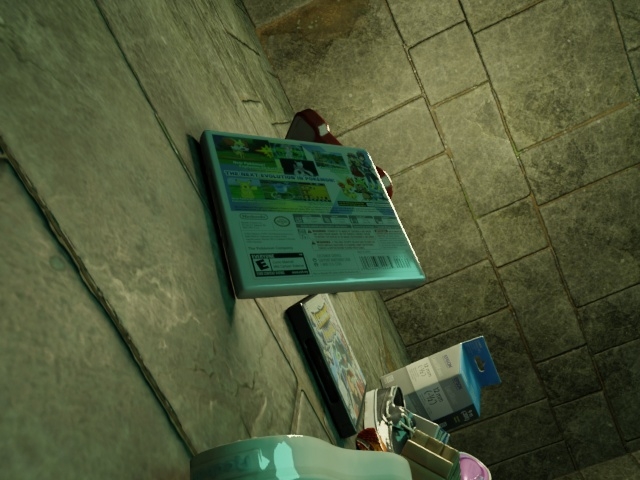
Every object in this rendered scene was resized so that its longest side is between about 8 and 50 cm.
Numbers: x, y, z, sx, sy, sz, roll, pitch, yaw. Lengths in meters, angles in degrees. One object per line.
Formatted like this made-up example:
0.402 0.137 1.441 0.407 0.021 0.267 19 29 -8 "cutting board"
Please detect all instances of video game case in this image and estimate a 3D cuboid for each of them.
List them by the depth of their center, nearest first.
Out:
-0.012 -0.049 0.789 0.329 0.036 0.299 0 56 -31 "video game case"
0.024 0.227 0.967 0.275 0.035 0.248 0 66 -81 "video game case"

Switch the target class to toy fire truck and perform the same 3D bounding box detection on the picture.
-0.008 -0.110 1.065 0.254 0.169 0.302 49 -37 11 "toy fire truck"

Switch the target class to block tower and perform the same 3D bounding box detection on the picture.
0.225 0.498 0.961 0.097 0.091 0.335 20 -33 30 "block tower"

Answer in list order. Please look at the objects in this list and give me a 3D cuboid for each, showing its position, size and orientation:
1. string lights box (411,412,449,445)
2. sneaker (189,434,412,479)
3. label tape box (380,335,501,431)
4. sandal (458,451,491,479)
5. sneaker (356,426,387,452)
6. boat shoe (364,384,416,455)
0.259 0.531 1.215 0.133 0.077 0.259 -65 151 -16 "string lights box"
0.005 0.283 0.445 0.366 0.135 0.150 41 33 -51 "sneaker"
0.399 0.478 1.512 0.115 0.348 0.249 -101 164 -56 "label tape box"
0.375 0.639 1.239 0.170 0.102 0.416 22 8 16 "sandal"
0.108 0.413 0.864 0.067 0.064 0.175 60 10 -14 "sneaker"
0.163 0.417 1.062 0.301 0.102 0.108 -62 128 -80 "boat shoe"
